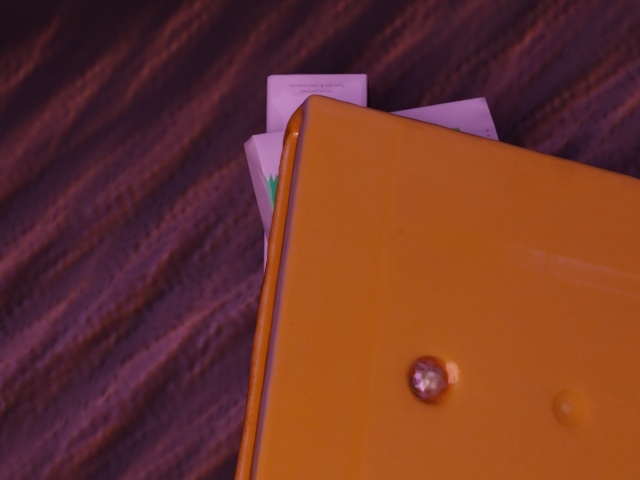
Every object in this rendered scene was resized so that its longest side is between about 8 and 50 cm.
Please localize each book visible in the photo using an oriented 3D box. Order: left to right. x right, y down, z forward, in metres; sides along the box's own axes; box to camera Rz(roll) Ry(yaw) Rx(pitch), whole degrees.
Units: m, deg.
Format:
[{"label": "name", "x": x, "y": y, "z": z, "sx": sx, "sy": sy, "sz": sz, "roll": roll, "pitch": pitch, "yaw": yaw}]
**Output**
[{"label": "book", "x": 0.037, "y": -0.023, "z": 0.857, "sx": 0.144, "sy": 0.035, "sz": 0.096, "roll": -12, "pitch": 83, "yaw": -21}]

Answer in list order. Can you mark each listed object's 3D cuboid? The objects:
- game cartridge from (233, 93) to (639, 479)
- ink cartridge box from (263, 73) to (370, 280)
[{"label": "game cartridge", "x": 0.120, "y": 0.093, "z": 0.801, "sx": 0.323, "sy": 0.052, "sz": 0.285, "roll": 14, "pitch": 67, "yaw": -16}, {"label": "ink cartridge box", "x": 0.000, "y": 0.000, "z": 0.918, "sx": 0.061, "sy": 0.104, "sz": 0.181, "roll": 0, "pitch": 82, "yaw": 4}]
